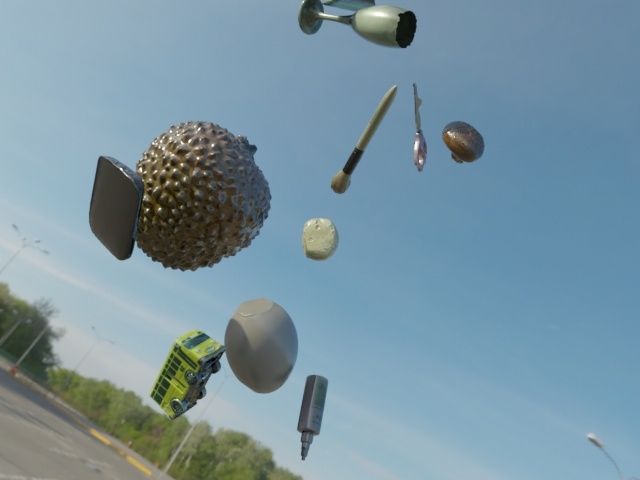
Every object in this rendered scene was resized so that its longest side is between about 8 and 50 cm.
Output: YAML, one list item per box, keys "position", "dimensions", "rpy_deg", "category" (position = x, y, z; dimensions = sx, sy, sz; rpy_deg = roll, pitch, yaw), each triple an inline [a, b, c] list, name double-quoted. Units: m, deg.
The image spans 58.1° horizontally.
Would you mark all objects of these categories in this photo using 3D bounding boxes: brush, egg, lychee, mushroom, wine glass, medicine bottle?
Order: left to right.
- position: [-0.324, -0.121, 1.559]
  dimensions: [0.380, 0.432, 0.380]
  rpy_deg: [33, -18, 12]
  category: "lychee"
- position: [-0.140, 0.256, 1.374]
  dimensions: [0.176, 0.176, 0.232]
  rpy_deg: [15, -65, 32]
  category: "egg"
- position: [-0.023, 0.426, 1.383]
  dimensions: [0.057, 0.199, 0.058]
  rpy_deg: [8, -34, 6]
  category: "medicine bottle"
- position: [0.096, -0.209, 1.245]
  dimensions: [0.042, 0.039, 0.299]
  rpy_deg: [45, -49, 14]
  category: "brush"
- position: [0.139, -0.597, 1.451]
  dimensions: [0.309, 0.264, 0.096]
  rpy_deg: [24, -28, 36]
  category: "wine glass"
- position: [0.345, -0.236, 1.382]
  dimensions: [0.084, 0.126, 0.109]
  rpy_deg: [-19, -59, 23]
  category: "mushroom"

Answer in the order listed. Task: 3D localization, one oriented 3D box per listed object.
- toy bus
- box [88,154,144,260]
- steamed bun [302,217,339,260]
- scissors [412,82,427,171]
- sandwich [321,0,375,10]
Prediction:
- position: [-0.276, 0.272, 1.188]
  dimensions: [0.101, 0.088, 0.175]
  rpy_deg: [37, -66, 17]
  category: "toy bus"
- position: [-0.466, -0.076, 1.306]
  dimensions: [0.212, 0.201, 0.042]
  rpy_deg: [30, 21, 38]
  category: "box"
- position: [0.000, 0.000, 1.765]
  dimensions: [0.112, 0.130, 0.091]
  rpy_deg: [-1, -10, -1]
  category: "steamed bun"
- position: [0.243, -0.280, 1.415]
  dimensions: [0.021, 0.110, 0.212]
  rpy_deg: [2, -65, 21]
  category: "scissors"
- position: [0.071, -0.589, 1.436]
  dimensions: [0.074, 0.116, 0.074]
  rpy_deg: [4, -46, 44]
  category: "sandwich"
